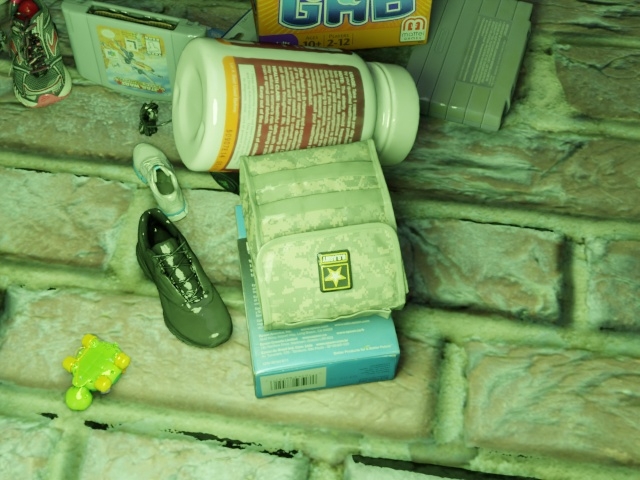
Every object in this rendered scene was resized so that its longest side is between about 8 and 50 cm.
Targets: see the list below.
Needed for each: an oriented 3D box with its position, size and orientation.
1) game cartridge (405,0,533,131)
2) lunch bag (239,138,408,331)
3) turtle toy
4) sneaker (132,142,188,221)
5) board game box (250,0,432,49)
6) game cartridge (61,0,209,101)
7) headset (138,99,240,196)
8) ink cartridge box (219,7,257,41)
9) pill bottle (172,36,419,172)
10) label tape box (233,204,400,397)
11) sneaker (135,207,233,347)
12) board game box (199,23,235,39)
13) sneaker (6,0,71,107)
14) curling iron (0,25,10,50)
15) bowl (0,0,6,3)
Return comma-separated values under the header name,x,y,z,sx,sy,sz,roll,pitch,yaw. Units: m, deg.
name,x,y,z,sx,sy,sz,roll,pitch,yaw
game cartridge,0.313,-0.392,1.868,0.230,0.068,0.355,18,59,7
lunch bag,0.000,0.000,1.426,0.235,0.169,0.287,-8,64,-10
turtle toy,-0.377,0.223,1.461,0.095,0.066,0.130,27,61,18
sneaker,-0.308,-0.130,1.682,0.071,0.083,0.191,-27,60,-15
board game box,0.025,-0.638,1.809,0.356,0.356,0.357,-6,47,-6
game cartridge,-0.364,-0.374,1.770,0.297,0.198,0.062,13,49,8
headset,-0.154,-0.197,1.703,0.394,0.185,0.243,13,71,-11
ink cartridge box,-0.117,-0.378,1.864,0.224,0.045,0.223,29,61,18
pill bottle,-0.042,-0.227,1.534,0.392,0.224,0.224,0,54,-26
label tape box,-0.014,0.088,1.526,0.240,0.106,0.334,-7,56,-5
sneaker,-0.249,0.064,1.529,0.109,0.130,0.286,-30,63,-20
board game box,-0.245,-0.425,1.909,0.090,0.020,0.090,18,58,12
sneaker,-0.604,-0.399,1.839,0.120,0.112,0.299,-17,59,-11
curling iron,-0.719,-0.358,1.856,0.068,0.035,0.274,3,57,2
bowl,-0.778,-0.585,1.995,0.142,0.053,0.142,-35,65,-20
